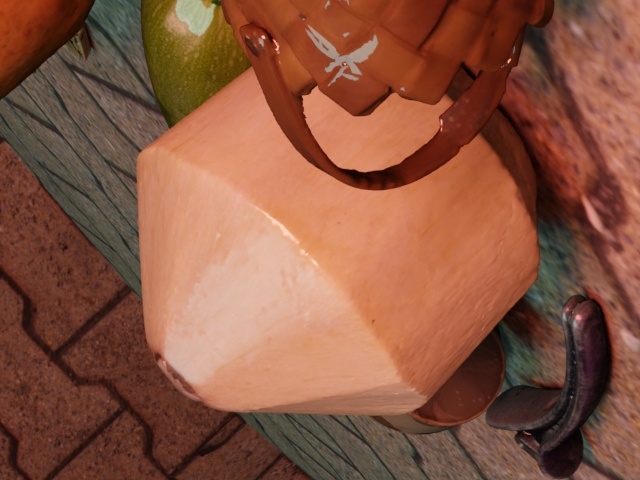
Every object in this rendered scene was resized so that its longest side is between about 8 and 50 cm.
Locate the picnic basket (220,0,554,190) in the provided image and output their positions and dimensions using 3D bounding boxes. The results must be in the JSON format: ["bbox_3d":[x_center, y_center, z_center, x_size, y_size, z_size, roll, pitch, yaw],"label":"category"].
[{"bbox_3d":[0.025,-0.100,0.502,0.138,0.128,0.178,40,164,42],"label":"picnic basket"}]

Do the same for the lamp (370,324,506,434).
[{"bbox_3d":[0.071,0.081,0.956,0.121,0.121,0.215,48,177,-8],"label":"lamp"}]

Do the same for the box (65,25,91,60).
[{"bbox_3d":[-0.296,-0.255,1.347,0.149,0.020,0.073,46,167,6],"label":"box"}]

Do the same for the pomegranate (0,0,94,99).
[{"bbox_3d":[-0.294,-0.212,0.890,0.281,0.281,0.281,44,167,12],"label":"pomegranate"}]

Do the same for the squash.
[{"bbox_3d":[-0.062,-0.116,0.816,0.101,0.101,0.378,45,170,6],"label":"squash"}]

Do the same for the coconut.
[{"bbox_3d":[0.000,0.000,0.686,0.202,0.222,0.202,43,162,17],"label":"coconut"}]

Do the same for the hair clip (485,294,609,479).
[{"bbox_3d":[0.170,0.100,0.880,0.083,0.048,0.275,45,163,16],"label":"hair clip"}]
